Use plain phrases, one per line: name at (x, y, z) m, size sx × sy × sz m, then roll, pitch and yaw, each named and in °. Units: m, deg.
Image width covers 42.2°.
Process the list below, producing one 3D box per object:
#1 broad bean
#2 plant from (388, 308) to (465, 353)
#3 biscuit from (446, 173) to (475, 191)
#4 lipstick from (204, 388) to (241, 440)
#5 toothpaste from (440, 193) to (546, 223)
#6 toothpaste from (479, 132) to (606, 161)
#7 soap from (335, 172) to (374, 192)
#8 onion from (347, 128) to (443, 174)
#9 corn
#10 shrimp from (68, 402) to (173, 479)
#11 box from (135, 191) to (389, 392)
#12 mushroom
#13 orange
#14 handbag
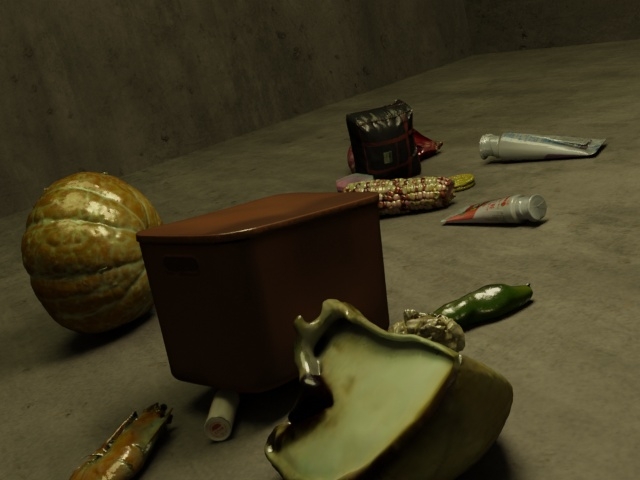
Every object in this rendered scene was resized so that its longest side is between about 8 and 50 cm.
broad bean at (0.232, 0.102, 1.261) m, size 0.195 × 0.046 × 0.061 m, roll -16°, pitch 19°, yaw 4°
plant at (0.141, 0.160, 1.145) m, size 0.116 × 0.104 × 0.122 m, roll -48°, pitch 27°, yaw 43°
biscuit at (0.332, -0.139, 2.004) m, size 0.083 × 0.023 × 0.084 m, roll -13°, pitch 18°, yaw 4°
lipstick at (-0.136, 0.234, 1.175) m, size 0.038 × 0.038 × 0.131 m, roll -14°, pitch 16°, yaw 6°
toothpaste at (0.353, -0.059, 1.686) m, size 0.089 × 0.057 × 0.234 m, roll -27°, pitch 12°, yaw -32°
toothpaste at (0.545, -0.231, 2.055) m, size 0.299 × 0.073 × 0.114 m, roll 5°, pitch 24°, yaw 33°
soap at (0.094, -0.130, 2.142) m, size 0.100 × 0.056 × 0.149 m, roll -24°, pitch 18°, yaw -19°
onion at (0.214, -0.284, 2.430) m, size 0.283 × 0.120 × 0.227 m, roll -11°, pitch 22°, yaw 14°
corn at (0.174, -0.098, 1.918) m, size 0.280 × 0.092 × 0.092 m, roll -3°, pitch 20°, yaw 26°
shrimp at (-0.272, 0.283, 1.130) m, size 0.115 × 0.051 × 0.217 m, roll -11°, pitch 19°, yaw 23°
box at (-0.071, 0.064, 1.258) m, size 0.239 × 0.230 × 0.339 m, roll -1°, pitch 13°, yaw 42°
mushroom at (0.070, 0.209, 0.944) m, size 0.292 × 0.212 × 0.218 m, roll 22°, pitch 82°, yaw 49°
orange at (-0.443, 0.022, 1.662) m, size 0.249 × 0.330 × 0.329 m, roll -5°, pitch 18°, yaw 7°
handbag at (0.172, -0.256, 2.201) m, size 0.169 × 0.215 × 0.155 m, roll -23°, pitch 35°, yaw -14°
